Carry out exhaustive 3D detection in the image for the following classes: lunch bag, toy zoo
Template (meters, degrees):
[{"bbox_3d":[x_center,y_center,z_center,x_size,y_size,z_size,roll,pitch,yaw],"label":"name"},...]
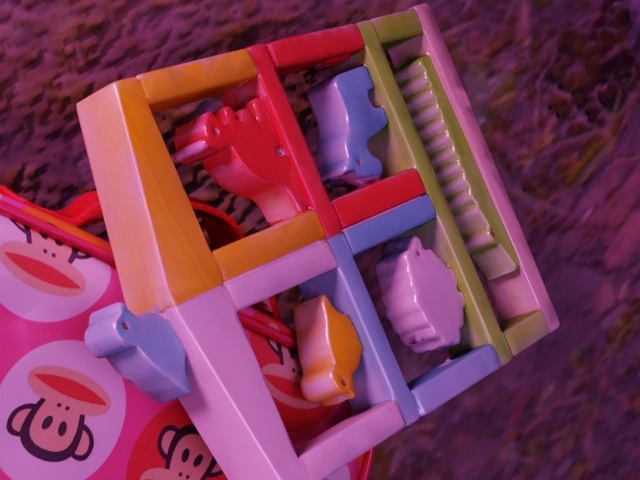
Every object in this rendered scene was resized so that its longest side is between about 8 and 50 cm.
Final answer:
[{"bbox_3d":[-0.117,0.093,0.688,0.293,0.120,0.258,31,79,-35],"label":"lunch bag"},{"bbox_3d":[0.000,0.000,0.717,0.293,0.030,0.192,-23,90,-51],"label":"toy zoo"}]
